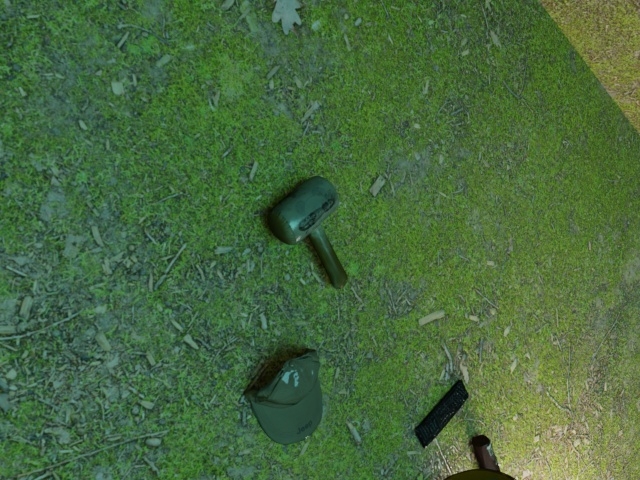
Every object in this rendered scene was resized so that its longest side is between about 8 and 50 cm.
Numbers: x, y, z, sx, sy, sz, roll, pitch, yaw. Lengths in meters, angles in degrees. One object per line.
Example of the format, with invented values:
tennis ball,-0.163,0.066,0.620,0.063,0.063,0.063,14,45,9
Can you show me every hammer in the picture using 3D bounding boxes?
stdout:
hammer,0.000,0.000,1.349,0.202,0.113,0.305,-41,118,-23

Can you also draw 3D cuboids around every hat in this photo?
hat,-0.053,0.401,1.312,0.214,0.149,0.244,-33,99,-28

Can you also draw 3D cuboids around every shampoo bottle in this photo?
shampoo bottle,0.588,0.786,1.804,0.068,0.067,0.236,-27,107,-20

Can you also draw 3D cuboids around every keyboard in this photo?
keyboard,0.402,0.566,1.695,0.250,0.017,0.087,-37,110,-28

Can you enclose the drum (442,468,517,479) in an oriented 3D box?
drum,0.485,0.919,1.531,0.431,0.431,0.214,-45,115,-25
